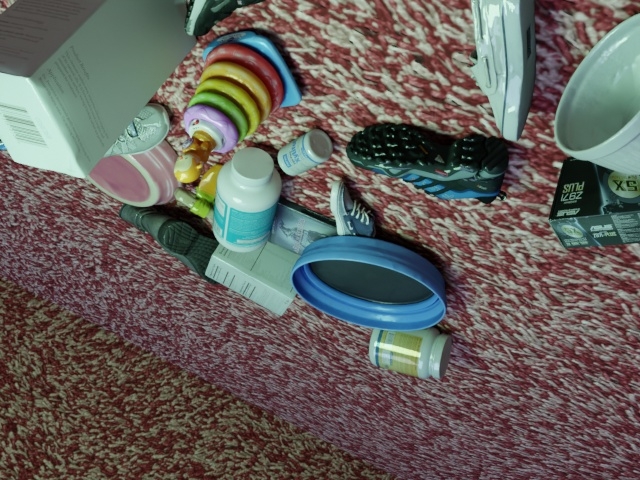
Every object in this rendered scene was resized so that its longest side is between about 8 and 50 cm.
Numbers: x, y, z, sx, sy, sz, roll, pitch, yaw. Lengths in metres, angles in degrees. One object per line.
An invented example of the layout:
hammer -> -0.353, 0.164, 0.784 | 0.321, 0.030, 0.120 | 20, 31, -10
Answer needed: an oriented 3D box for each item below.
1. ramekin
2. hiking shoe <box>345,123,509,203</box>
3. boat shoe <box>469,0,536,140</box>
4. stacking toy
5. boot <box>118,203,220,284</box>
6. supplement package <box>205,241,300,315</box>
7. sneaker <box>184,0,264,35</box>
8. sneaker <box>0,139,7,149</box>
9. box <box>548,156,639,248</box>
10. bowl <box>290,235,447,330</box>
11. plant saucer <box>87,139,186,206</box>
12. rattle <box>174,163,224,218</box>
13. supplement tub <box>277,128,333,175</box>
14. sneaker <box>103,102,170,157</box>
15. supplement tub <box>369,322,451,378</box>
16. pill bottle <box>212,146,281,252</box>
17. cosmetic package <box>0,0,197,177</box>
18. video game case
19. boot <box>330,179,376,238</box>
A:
ramekin -> 0.426, -0.186, 0.837 | 0.109, 0.207, 0.207 | 24, 150, -14
hiking shoe -> 0.192, -0.128, 1.170 | 0.304, 0.113, 0.132 | 13, 146, 21
boat shoe -> 0.265, -0.266, 0.933 | 0.088, 0.096, 0.267 | 13, 145, 29
stacking toy -> -0.182, -0.219, 1.127 | 0.175, 0.301, 0.165 | 2, 141, 36
boot -> -0.410, -0.005, 1.818 | 0.223, 0.118, 0.338 | 25, 163, 34
supplement package -> -0.170, 0.075, 1.714 | 0.244, 0.139, 0.134 | 29, 148, -3
sneaker -> -0.141, -0.405, 1.018 | 0.124, 0.107, 0.283 | 15, 163, -18
sneaker -> -0.724, -0.325, 1.429 | 0.323, 0.236, 0.130 | 22, 148, 6
box -> 0.480, -0.071, 1.012 | 0.180, 0.147, 0.077 | -6, 137, 42
bowl -> 0.123, 0.111, 1.563 | 0.391, 0.077, 0.391 | 13, 152, 7
plant saucer -> -0.509, -0.198, 1.611 | 0.332, 0.084, 0.332 | 18, 148, 12
rattle -> -0.292, -0.132, 1.607 | 0.130, 0.142, 0.200 | 16, -176, 4
supplement tub -> -0.032, -0.181, 1.297 | 0.071, 0.071, 0.107 | 41, 145, -23
sneaker -> -0.474, -0.232, 1.419 | 0.281, 0.115, 0.105 | -17, 99, 12
supplement tub -> 0.249, 0.299, 1.733 | 0.200, 0.144, 0.144 | 11, 146, 25
pill bottle -> -0.170, -0.095, 1.447 | 0.146, 0.146, 0.264 | 25, 146, 2
cosmetic package -> -0.382, -0.320, 1.048 | 0.156, 0.385, 0.217 | 15, 145, 17
video game case -> 0.000, 0.000, 1.589 | 0.274, 0.026, 0.196 | 23, 149, 5
boot -> 0.077, -0.067, 1.403 | 0.086, 0.069, 0.190 | 8, 153, 15
